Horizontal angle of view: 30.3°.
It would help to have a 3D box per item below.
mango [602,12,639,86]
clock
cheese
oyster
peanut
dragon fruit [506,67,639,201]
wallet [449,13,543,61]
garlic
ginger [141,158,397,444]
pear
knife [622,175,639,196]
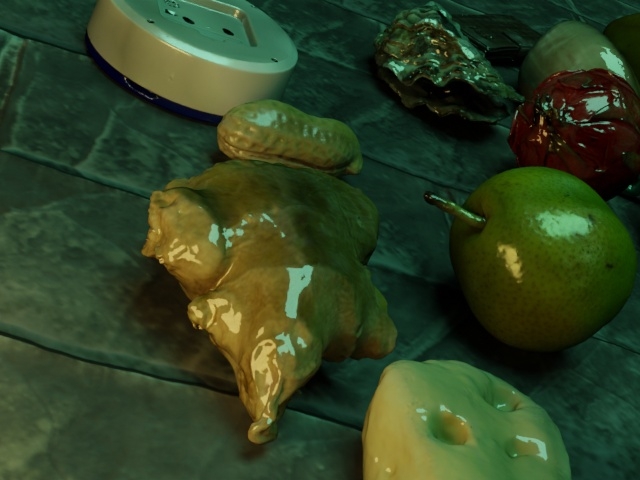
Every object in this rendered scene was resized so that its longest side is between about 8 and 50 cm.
[{"bbox_3d":[0.595,-0.205,1.770,0.300,0.232,0.445,-3,34,-36],"label":"mango"},{"bbox_3d":[-0.142,-0.220,1.316,0.230,0.083,0.230,19,31,-12],"label":"clock"},{"bbox_3d":[0.116,0.187,0.831,0.159,0.093,0.263,17,29,-21],"label":"cheese"},{"bbox_3d":[0.164,-0.246,1.590,0.198,0.112,0.267,0,35,-41],"label":"oyster"},{"bbox_3d":[-0.029,-0.103,1.220,0.174,0.080,0.080,11,31,-34],"label":"peanut"},{"bbox_3d":[0.321,-0.126,1.460,0.172,0.172,0.209,39,30,22],"label":"dragon fruit"},{"bbox_3d":[0.284,-0.326,1.900,0.124,0.042,0.230,40,30,30],"label":"wallet"},{"bbox_3d":[0.375,-0.227,1.752,0.196,0.151,0.338,46,12,-25],"label":"garlic"},{"bbox_3d":[-0.041,0.033,0.921,0.219,0.123,0.270,23,28,-12],"label":"ginger"},{"bbox_3d":[0.190,0.008,1.109,0.216,0.166,0.180,28,39,-28],"label":"pear"},{"bbox_3d":[0.524,-0.103,1.584,0.260,0.063,0.034,-11,21,8],"label":"knife"}]
